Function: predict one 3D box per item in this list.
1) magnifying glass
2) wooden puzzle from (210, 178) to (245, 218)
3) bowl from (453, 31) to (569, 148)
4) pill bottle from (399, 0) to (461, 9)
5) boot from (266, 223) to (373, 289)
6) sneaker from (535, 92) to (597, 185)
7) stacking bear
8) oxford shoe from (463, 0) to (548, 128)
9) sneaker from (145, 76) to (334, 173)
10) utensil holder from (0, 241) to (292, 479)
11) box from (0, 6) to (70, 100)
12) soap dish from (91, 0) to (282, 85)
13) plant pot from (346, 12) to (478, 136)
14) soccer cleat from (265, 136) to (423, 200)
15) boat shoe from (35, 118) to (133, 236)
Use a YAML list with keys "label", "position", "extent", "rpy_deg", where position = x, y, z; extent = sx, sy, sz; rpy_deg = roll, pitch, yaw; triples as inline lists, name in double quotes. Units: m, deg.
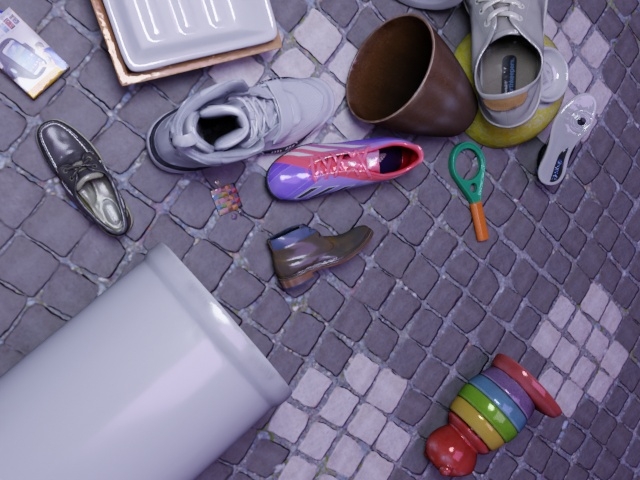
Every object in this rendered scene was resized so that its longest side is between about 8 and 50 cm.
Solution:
- label: "magnifying glass"
  position: [0.349, -0.111, 1.301]
  extent: [0.092, 0.026, 0.230]
  rpy_deg: [-20, 100, -22]
- label: "wooden puzzle"
  position: [-0.177, -0.078, 1.074]
  extent: [0.049, 0.006, 0.083]
  rpy_deg: [-23, 103, -21]
- label: "bowl"
  position: [0.444, -0.350, 1.251]
  extent: [0.290, 0.156, 0.289]
  rpy_deg: [-2, 96, -24]
- label: "pill bottle"
  position: [0.236, -0.629, 1.132]
  extent: [0.161, 0.160, 0.282]
  rpy_deg: [11, 89, -25]
- label: "boot"
  position: [0.000, 0.000, 1.120]
  extent: [0.219, 0.082, 0.106]
  rpy_deg: [-31, 108, -17]
- label: "sneaker"
  position: [0.560, -0.241, 1.325]
  extent: [0.079, 0.121, 0.216]
  rpy_deg: [23, 110, 6]
- label: "stacking bear"
  position: [0.360, 0.410, 1.280]
  extent: [0.289, 0.175, 0.164]
  rpy_deg: [-42, 111, -8]
- label: "oxford shoe"
  position: [0.365, -0.450, 1.125]
  extent: [0.130, 0.169, 0.448]
  rpy_deg: [16, 72, -65]
- label: "sneaker"
  position: [-0.108, -0.208, 0.983]
  extent: [0.366, 0.210, 0.137]
  rpy_deg: [-22, 103, -21]
- label: "utensil holder"
  position: [-0.294, 0.244, 0.879]
  extent: [0.385, 0.328, 0.327]
  rpy_deg: [-40, 109, -13]
- label: "box"
  position: [-0.483, -0.303, 0.908]
  extent: [0.136, 0.028, 0.081]
  rpy_deg: [46, 76, -22]
- label: "soap dish"
  position: [-0.235, -0.403, 0.961]
  extent: [0.291, 0.118, 0.228]
  rpy_deg: [-21, 102, -21]
- label: "plant pot"
  position: [0.208, -0.298, 1.137]
  extent: [0.231, 0.215, 0.215]
  rpy_deg: [17, 87, -40]
- label: "soccer cleat"
  position: [0.050, -0.147, 1.110]
  extent: [0.319, 0.116, 0.108]
  rpy_deg: [-13, 100, -23]
- label: "boat shoe"
  position: [-0.384, -0.103, 0.942]
  extent: [0.080, 0.073, 0.223]
  rpy_deg: [-35, 108, -18]
